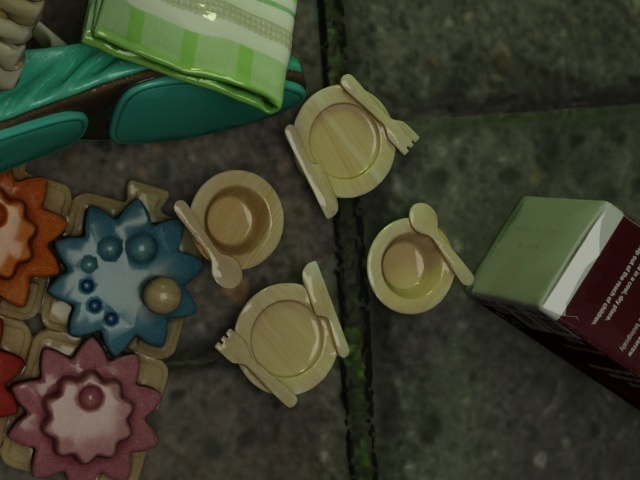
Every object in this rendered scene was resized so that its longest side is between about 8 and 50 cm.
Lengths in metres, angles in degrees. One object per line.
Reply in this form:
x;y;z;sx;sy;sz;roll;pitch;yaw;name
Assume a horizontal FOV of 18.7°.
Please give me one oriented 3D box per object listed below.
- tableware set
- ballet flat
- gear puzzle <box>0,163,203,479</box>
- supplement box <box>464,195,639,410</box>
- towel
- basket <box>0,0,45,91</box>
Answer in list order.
0.000;0.000;1.092;0.169;0.020;0.141;-35;103;-19;tableware set
-0.125;-0.090;1.030;0.247;0.083;0.087;-15;73;-24;ballet flat
-0.231;0.019;1.029;0.339;0.044;0.175;17;89;-15;gear puzzle
0.212;0.069;1.103;0.239;0.130;0.073;33;84;-13;supplement box
-0.062;-0.142;1.028;0.113;0.023;0.152;18;47;-15;towel
-0.240;-0.261;0.837;0.331;0.328;0.266;14;73;-12;basket
